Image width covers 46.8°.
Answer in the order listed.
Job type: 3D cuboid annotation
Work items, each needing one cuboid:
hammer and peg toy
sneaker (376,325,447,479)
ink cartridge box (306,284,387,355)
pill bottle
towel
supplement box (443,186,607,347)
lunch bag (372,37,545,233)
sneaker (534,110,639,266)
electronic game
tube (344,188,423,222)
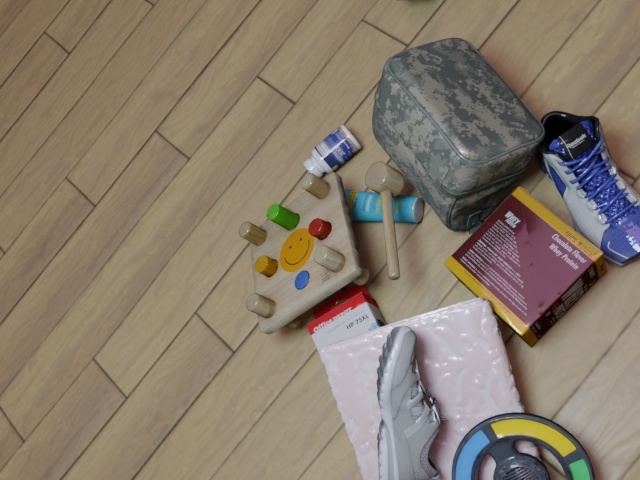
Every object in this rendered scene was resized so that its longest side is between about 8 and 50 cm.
[{"bbox_3d":[0.000,0.000,1.423,0.361,0.127,0.266,-34,46,28],"label":"hammer and peg toy"},{"bbox_3d":[0.153,0.277,1.240,0.115,0.105,0.282,0,103,2],"label":"sneaker"},{"bbox_3d":[0.066,0.196,1.431,0.134,0.078,0.231,-33,63,13],"label":"ink cartridge box"},{"bbox_3d":[0.023,-0.187,1.585,0.120,0.067,0.067,-40,62,7],"label":"pill bottle"},{"bbox_3d":[0.192,0.297,1.295,0.316,0.053,0.332,-18,92,18],"label":"towel"},{"bbox_3d":[0.367,0.049,1.320,0.194,0.129,0.191,-47,61,4],"label":"supplement box"},{"bbox_3d":[0.235,-0.191,1.395,0.212,0.256,0.305,-21,62,-24],"label":"lunch bag"},{"bbox_3d":[0.468,-0.110,1.299,0.127,0.182,0.316,-34,63,12],"label":"sneaker"},{"bbox_3d":[0.330,0.395,1.213,0.229,0.048,0.230,2,97,15],"label":"electronic game"},{"bbox_3d":[0.108,-0.069,1.524,0.207,0.052,0.080,4,64,31],"label":"tube"}]
